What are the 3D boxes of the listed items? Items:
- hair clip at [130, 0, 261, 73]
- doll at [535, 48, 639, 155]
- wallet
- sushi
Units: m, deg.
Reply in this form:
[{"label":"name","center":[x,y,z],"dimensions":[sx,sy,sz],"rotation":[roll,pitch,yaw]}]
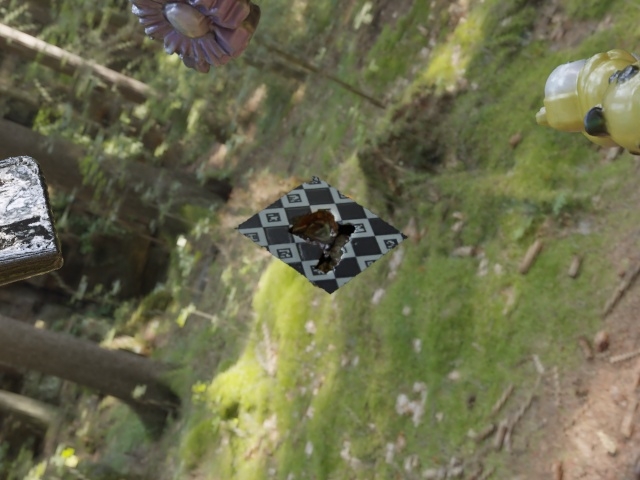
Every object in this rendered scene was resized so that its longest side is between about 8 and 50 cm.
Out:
[{"label":"hair clip","center":[-0.099,-0.206,0.691],"dimensions":[0.292,0.106,0.084],"rotation":[78,-146,-72]},{"label":"doll","center":[0.253,-0.115,0.768],"dimensions":[0.291,0.117,0.086],"rotation":[-78,-22,-81]},{"label":"wallet","center":[-0.420,0.012,0.939],"dimensions":[0.042,0.310,0.165],"rotation":[83,165,-46]},{"label":"sushi","center":[0.000,0.000,0.906],"dimensions":[0.120,0.126,0.026],"rotation":[-34,-33,-36]}]
